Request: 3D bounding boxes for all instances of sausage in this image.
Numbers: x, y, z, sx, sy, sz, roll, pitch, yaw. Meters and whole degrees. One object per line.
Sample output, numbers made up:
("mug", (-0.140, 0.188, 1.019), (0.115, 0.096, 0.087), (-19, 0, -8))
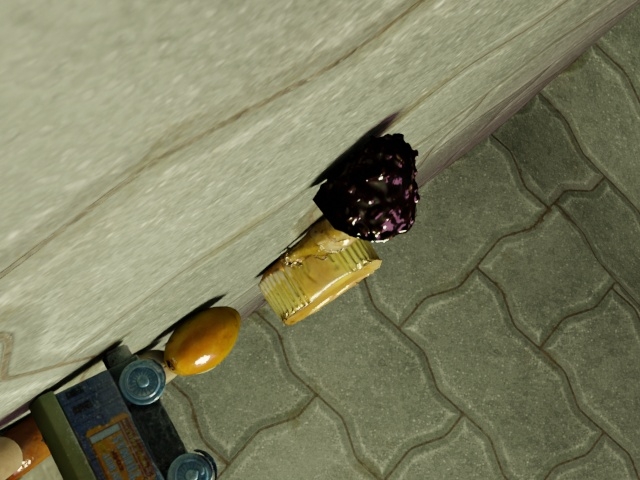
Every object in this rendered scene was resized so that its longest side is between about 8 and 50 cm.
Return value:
("sausage", (-0.455, 0.317, 1.224), (0.076, 0.076, 0.197), (-39, 178, 23))

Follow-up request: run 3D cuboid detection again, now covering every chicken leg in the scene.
("chicken leg", (-0.002, 0.001, 1.650), (0.207, 0.085, 0.101), (-29, -164, 34))

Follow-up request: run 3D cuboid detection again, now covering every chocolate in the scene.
("chocolate", (0.080, -0.092, 1.065), (0.156, 0.156, 0.133), (-34, 147, -47))

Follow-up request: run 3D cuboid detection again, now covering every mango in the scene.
("mango", (-0.231, 0.198, 1.585), (0.138, 0.113, 0.253), (-42, 178, 24))

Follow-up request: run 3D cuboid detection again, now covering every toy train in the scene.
("toy train", (-0.295, 0.322, 1.156), (0.202, 0.300, 0.131), (-26, 172, -28))

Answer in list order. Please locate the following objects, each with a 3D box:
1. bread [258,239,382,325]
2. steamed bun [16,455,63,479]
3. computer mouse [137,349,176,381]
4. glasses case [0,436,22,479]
("bread", (-0.007, 0.066, 1.830), (0.288, 0.156, 0.204), (-36, 169, 12))
("steamed bun", (-0.462, 0.494, 1.490), (0.309, 0.309, 0.309), (-37, 176, -3))
("computer mouse", (-0.374, 0.285, 1.532), (0.145, 0.082, 0.236), (-39, 177, 13))
("glasses case", (-0.466, 0.287, 0.913), (0.102, 0.070, 0.193), (-9, -172, 18))
